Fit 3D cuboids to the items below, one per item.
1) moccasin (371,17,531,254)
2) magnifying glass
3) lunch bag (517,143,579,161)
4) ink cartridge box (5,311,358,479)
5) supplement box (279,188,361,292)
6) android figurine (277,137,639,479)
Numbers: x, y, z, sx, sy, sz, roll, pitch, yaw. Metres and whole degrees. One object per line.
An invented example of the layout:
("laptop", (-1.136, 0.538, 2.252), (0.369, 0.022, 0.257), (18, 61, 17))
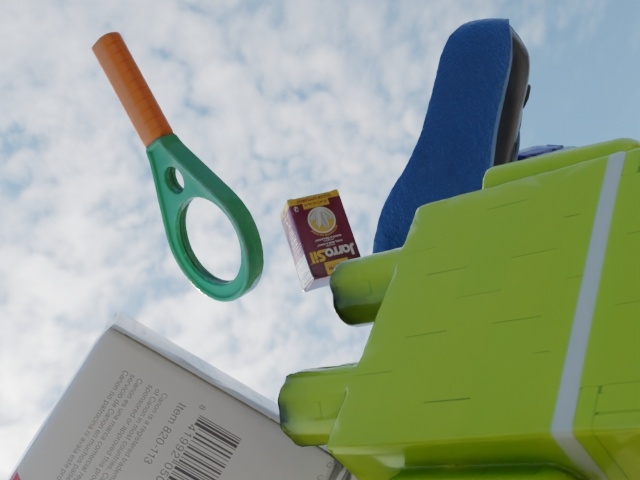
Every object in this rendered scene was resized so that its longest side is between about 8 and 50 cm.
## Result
("moccasin", (0.160, -0.058, 0.907), (0.117, 0.138, 0.342), (31, -101, -52))
("magnifying glass", (-0.117, -0.057, 0.692), (0.026, 0.231, 0.092), (-25, -3, -44))
("lunch bag", (0.260, -0.025, 1.053), (0.219, 0.090, 0.176), (-18, -69, -47))
("ink cartridge box", (-0.067, 0.207, 0.566), (0.283, 0.117, 0.207), (33, -95, -9))
("supplement box", (0.000, 0.000, 0.842), (0.055, 0.083, 0.043), (-14, -16, -19))
("android figurine", (0.106, 0.038, 0.416), (0.056, 0.273, 0.248), (51, -136, -29))
